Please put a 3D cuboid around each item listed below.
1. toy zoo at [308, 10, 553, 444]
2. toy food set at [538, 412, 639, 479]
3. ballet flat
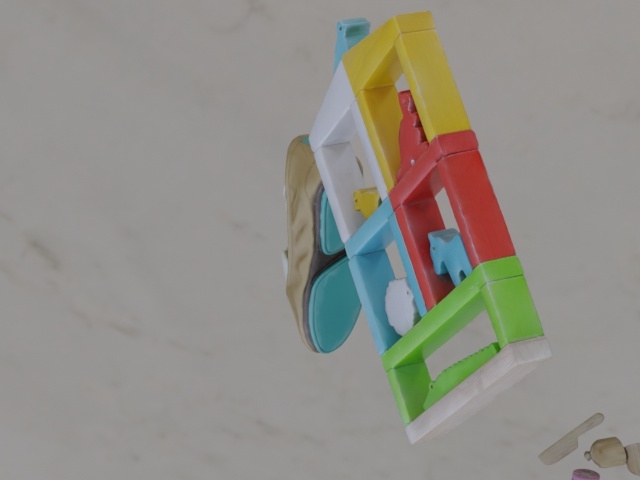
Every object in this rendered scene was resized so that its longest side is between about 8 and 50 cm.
[{"bbox_3d":[0.061,-0.024,1.152,0.030,0.293,0.192,-11,163,-23],"label":"toy zoo"},{"bbox_3d":[0.210,0.177,1.142,0.078,0.019,0.122,-40,88,23],"label":"toy food set"},{"bbox_3d":[0.000,0.000,1.476,0.073,0.080,0.232,41,143,33],"label":"ballet flat"}]
